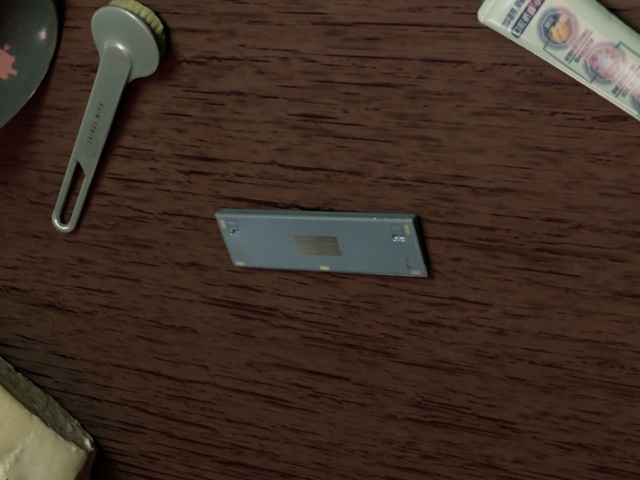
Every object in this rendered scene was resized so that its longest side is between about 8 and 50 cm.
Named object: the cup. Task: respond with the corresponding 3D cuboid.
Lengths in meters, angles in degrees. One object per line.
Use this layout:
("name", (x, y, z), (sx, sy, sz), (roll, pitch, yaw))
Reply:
("cup", (-0.322, -0.170, 0.924), (0.150, 0.199, 0.199), (45, 136, 19))

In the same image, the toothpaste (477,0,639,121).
("toothpaste", (0.205, -0.093, 0.745), (0.239, 0.039, 0.062), (36, 129, 5))

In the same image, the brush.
("brush", (-0.181, -0.093, 0.986), (0.062, 0.027, 0.266), (36, 137, 3))

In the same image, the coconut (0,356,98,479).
("coconut", (-0.445, 0.265, 1.169), (0.404, 0.404, 0.405), (16, 129, 20))

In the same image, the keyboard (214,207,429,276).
("keyboard", (0.000, 0.001, 0.950), (0.176, 0.014, 0.055), (2, 124, 29))
